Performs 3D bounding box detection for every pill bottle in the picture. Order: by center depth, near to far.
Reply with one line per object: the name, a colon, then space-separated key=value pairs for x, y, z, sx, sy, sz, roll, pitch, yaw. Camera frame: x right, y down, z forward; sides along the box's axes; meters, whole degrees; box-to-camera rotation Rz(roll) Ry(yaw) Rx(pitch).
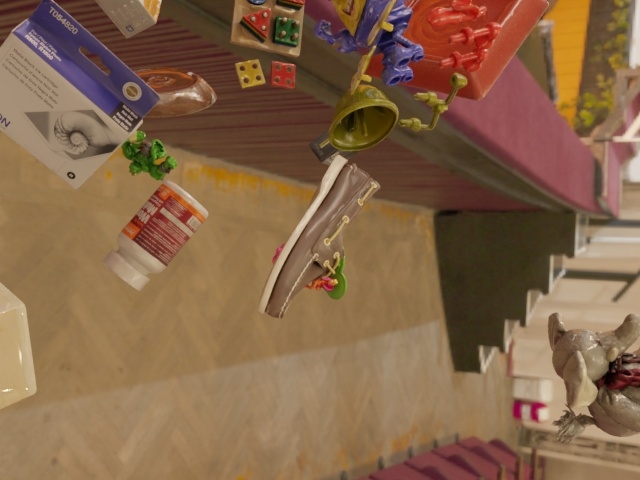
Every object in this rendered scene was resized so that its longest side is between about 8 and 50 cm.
pill bottle: x=-0.350 y=-0.009 z=1.485 sx=0.221 sy=0.121 sz=0.121 roll=-51 pitch=142 yaw=-9

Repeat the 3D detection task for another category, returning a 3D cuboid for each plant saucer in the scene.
plant saucer: x=-0.283 y=-0.268 z=1.237 sx=0.198 sy=0.198 sz=0.036 roll=-46 pitch=146 yaw=-51
plant saucer: x=0.228 y=-0.374 z=1.242 sx=0.259 sy=0.258 sz=0.048 roll=-53 pitch=143 yaw=-20

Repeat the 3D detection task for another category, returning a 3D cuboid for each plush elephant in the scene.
plush elephant: x=0.586 y=0.256 z=1.425 sx=0.255 sy=0.330 sz=0.272 roll=55 pitch=15 yaw=-25

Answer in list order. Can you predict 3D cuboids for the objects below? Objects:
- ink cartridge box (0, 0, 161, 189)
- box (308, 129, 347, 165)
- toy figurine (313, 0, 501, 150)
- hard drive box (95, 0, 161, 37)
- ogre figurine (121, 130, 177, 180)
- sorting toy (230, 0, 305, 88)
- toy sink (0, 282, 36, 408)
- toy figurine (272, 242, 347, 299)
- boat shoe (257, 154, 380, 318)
ink cartridge box: x=-0.399 y=-0.217 z=1.083 sx=0.223 sy=0.224 sz=0.045 roll=41 pitch=30 yaw=-19
box: x=0.080 y=-0.263 z=1.772 sx=0.059 sy=0.183 sz=0.232 roll=55 pitch=10 yaw=4
toy figurine: x=0.082 y=-0.290 z=0.877 sx=0.362 sy=0.191 sz=0.217 roll=115 pitch=-45 yaw=-69
hard drive box: x=-0.471 y=-0.617 z=1.612 sx=0.232 sy=0.089 sz=0.181 roll=49 pitch=29 yaw=-43
ogre figurine: x=-0.468 y=-0.230 z=1.876 sx=0.118 sy=0.197 sz=0.097 roll=115 pitch=-5 yaw=-55
sorting toy: x=-0.091 y=-0.409 z=1.285 sx=0.132 sy=0.046 sz=0.274 roll=8 pitch=83 yaw=-20
toy sink: x=-0.523 y=0.127 z=0.991 sx=0.131 sy=0.234 sz=0.153 roll=-21 pitch=127 yaw=-42
toy figurine: x=-0.036 y=0.062 z=1.613 sx=0.159 sy=0.130 sz=0.173 roll=-3 pitch=66 yaw=-44
boat shoe: x=0.000 y=0.000 z=1.168 sx=0.324 sy=0.096 sz=0.116 roll=-62 pitch=-179 yaw=-31
